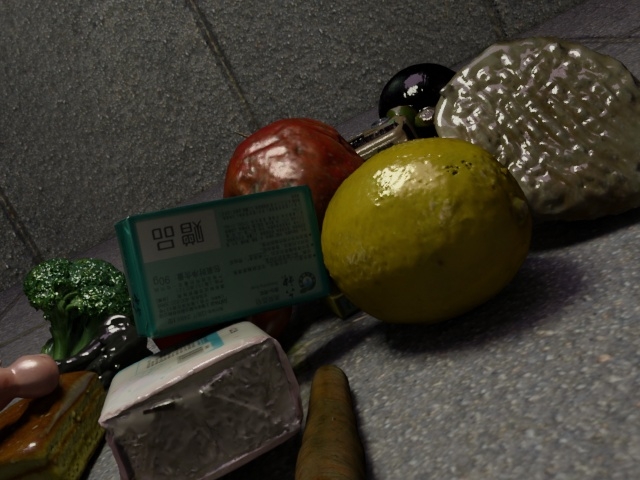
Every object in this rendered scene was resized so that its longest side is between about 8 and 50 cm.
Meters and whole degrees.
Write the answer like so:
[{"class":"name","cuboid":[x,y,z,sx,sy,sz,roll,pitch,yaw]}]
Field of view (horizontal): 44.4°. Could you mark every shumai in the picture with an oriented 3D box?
[{"class":"shumai","cuboid":[0.339,-0.114,1.127,0.314,0.262,0.267,36,88,30]}]

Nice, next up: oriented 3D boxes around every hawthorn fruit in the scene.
[{"class":"hawthorn fruit","cuboid":[-0.028,-0.063,1.219,0.258,0.258,0.262,-17,53,33]}]

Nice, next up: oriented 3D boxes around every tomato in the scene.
[{"class":"tomato","cuboid":[-0.154,0.130,1.151,0.200,0.140,0.233,-9,-13,39]}]

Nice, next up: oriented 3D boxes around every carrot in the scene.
[{"class":"carrot","cuboid":[0.011,0.196,0.784,0.070,0.070,0.342,-25,8,5]}]

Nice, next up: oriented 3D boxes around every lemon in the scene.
[{"class":"lemon","cuboid":[0.127,-0.011,0.969,0.263,0.236,0.236,-2,23,20]}]

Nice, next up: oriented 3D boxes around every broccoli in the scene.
[{"class":"broccoli","cuboid":[-0.481,0.144,1.572,0.269,0.261,0.242,-18,55,42]}]

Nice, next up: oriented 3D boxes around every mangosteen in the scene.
[{"class":"mangosteen","cuboid":[0.244,-0.301,1.833,0.242,0.243,0.243,-25,14,7]}]

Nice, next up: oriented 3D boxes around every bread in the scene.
[{"class":"bread","cuboid":[-0.406,0.289,1.090,0.184,0.111,0.234,-26,15,7]}]

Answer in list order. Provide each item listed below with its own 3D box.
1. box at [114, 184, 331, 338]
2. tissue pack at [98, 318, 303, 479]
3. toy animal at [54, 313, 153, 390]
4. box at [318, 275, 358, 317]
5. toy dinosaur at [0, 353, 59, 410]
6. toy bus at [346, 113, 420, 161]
[{"class":"box","cuboid":[-0.123,0.026,1.001,0.244,0.153,0.092,-11,0,-25]},{"class":"tissue pack","cuboid":[-0.138,0.181,0.897,0.201,0.124,0.271,-28,4,-11]},{"class":"toy animal","cuboid":[-0.373,0.198,1.336,0.146,0.115,0.245,-34,16,-23]},{"class":"box","cuboid":[0.121,0.023,1.227,0.278,0.041,0.153,-29,13,-10]},{"class":"toy dinosaur","cuboid":[-0.440,0.218,1.021,0.176,0.152,0.194,-3,8,-6]},{"class":"toy bus","cuboid":[0.087,-0.154,1.711,0.289,0.140,0.157,-25,18,10]}]
